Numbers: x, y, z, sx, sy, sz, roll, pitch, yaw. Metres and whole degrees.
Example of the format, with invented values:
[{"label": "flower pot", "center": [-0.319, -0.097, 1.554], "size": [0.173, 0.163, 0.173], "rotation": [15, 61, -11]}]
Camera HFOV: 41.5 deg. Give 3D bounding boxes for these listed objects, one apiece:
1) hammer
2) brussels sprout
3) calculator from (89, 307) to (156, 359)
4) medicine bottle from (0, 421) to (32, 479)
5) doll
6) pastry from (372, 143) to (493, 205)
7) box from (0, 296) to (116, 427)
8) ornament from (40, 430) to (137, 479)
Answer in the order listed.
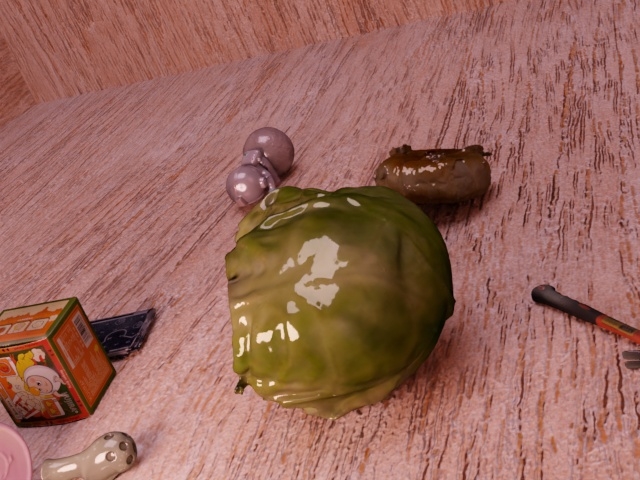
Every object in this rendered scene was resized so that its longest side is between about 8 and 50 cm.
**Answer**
[{"label": "hammer", "center": [0.452, 0.128, 1.361], "size": [0.111, 0.033, 0.288], "rotation": [-29, 28, -19]}, {"label": "brussels sprout", "center": [0.037, 0.087, 1.379], "size": [0.361, 0.342, 0.425], "rotation": [-14, 30, 6]}, {"label": "calculator", "center": [-0.496, 0.216, 1.835], "size": [0.274, 0.028, 0.165], "rotation": [-13, 28, 14]}, {"label": "medicine bottle", "center": [-0.667, 0.392, 1.431], "size": [0.316, 0.202, 0.202], "rotation": [-1, 33, 32]}, {"label": "doll", "center": [-0.168, -0.192, 2.258], "size": [0.151, 0.150, 0.287], "rotation": [-6, 33, 26]}, {"label": "pastry", "center": [0.247, -0.149, 1.864], "size": [0.257, 0.120, 0.236], "rotation": [-9, 14, -20]}, {"label": "box", "center": [-0.534, 0.238, 1.636], "size": [0.178, 0.194, 0.148], "rotation": [-10, 29, 16]}, {"label": "ornament", "center": [-0.384, 0.375, 1.422], "size": [0.156, 0.081, 0.075], "rotation": [-19, -10, 4]}]
